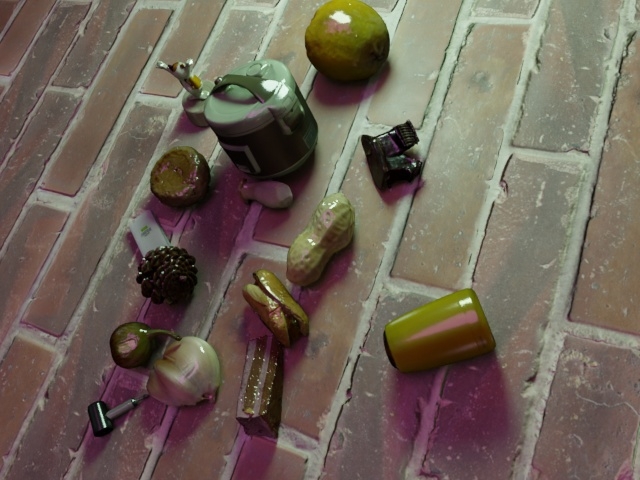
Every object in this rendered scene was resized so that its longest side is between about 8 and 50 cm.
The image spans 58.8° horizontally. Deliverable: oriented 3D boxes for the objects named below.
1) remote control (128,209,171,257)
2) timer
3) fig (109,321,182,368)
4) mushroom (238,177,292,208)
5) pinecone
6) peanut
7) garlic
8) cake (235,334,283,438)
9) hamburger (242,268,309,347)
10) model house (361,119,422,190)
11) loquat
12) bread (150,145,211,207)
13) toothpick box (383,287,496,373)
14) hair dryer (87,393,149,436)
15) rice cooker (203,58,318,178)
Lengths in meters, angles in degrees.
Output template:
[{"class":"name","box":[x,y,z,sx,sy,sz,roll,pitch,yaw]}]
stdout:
[{"class":"remote control","box":[-0.589,0.005,1.995,0.103,0.034,0.250,-36,61,1]},{"class":"timer","box":[-0.468,-0.562,2.076,0.175,0.266,0.175,-7,65,15]},{"class":"fig","box":[-0.541,0.310,1.766,0.245,0.149,0.149,-20,61,21]},{"class":"mushroom","box":[-0.186,-0.158,1.894,0.212,0.097,0.088,14,78,26]},{"class":"pinecone","box":[-0.502,0.110,1.832,0.207,0.208,0.208,-7,65,16]},{"class":"peanut","box":[0.000,0.000,1.740,0.149,0.149,0.313,34,81,28]},{"class":"garlic","box":[-0.409,0.397,1.717,0.227,0.110,0.217,18,70,25]},{"class":"cake","box":[-0.173,0.410,1.636,0.115,0.113,0.296,-8,59,14]},{"class":"hamburger","box":[-0.138,0.181,1.705,0.124,0.131,0.262,-34,59,-21]},{"class":"model house","box":[0.238,-0.271,1.804,0.164,0.141,0.203,-14,83,-12]},{"class":"loquat","box":[0.090,-0.686,1.953,0.283,0.276,0.276,30,79,24]},{"class":"bread","box":[-0.489,-0.216,2.011,0.229,0.123,0.230,-5,71,16]},{"class":"toothpick box","box":[0.306,0.248,1.502,0.271,0.175,0.175,-22,62,12]},{"class":"hair dryer","box":[-0.625,0.522,1.772,0.197,0.057,0.100,-27,61,-4]},{"class":"rice cooker","box":[-0.193,-0.397,1.848,0.334,0.325,0.335,-14,50,16]}]
